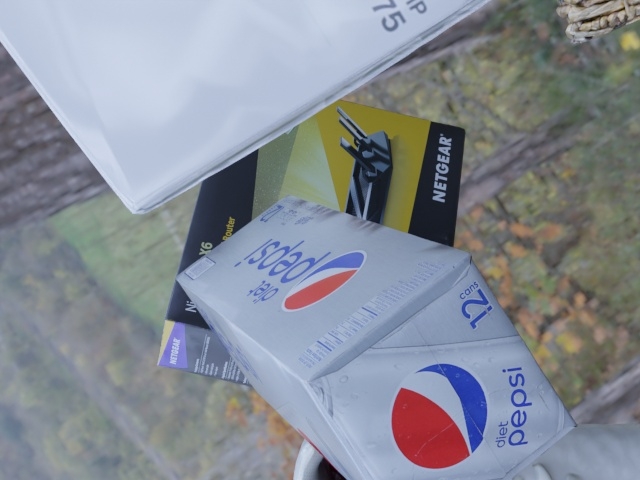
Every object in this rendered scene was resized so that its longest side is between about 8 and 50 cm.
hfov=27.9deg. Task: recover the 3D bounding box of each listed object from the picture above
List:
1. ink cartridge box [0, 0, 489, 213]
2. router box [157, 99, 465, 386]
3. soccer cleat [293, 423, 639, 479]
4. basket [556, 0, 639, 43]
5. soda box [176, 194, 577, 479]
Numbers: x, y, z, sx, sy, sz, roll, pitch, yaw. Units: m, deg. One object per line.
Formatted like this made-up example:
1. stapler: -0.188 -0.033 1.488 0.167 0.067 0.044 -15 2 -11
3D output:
1. ink cartridge box: -0.048 -0.179 0.534 0.198 0.197 0.270 55 -172 -21
2. router box: 0.000 0.000 1.211 0.243 0.308 0.081 12 141 -3
3. soccer cleat: 0.139 0.168 0.804 0.331 0.143 0.116 4 90 18
4. basket: 0.316 -0.315 1.016 0.299 0.213 0.223 -19 96 33
5. soda box: 0.012 0.051 0.666 0.098 0.091 0.286 56 170 -16
